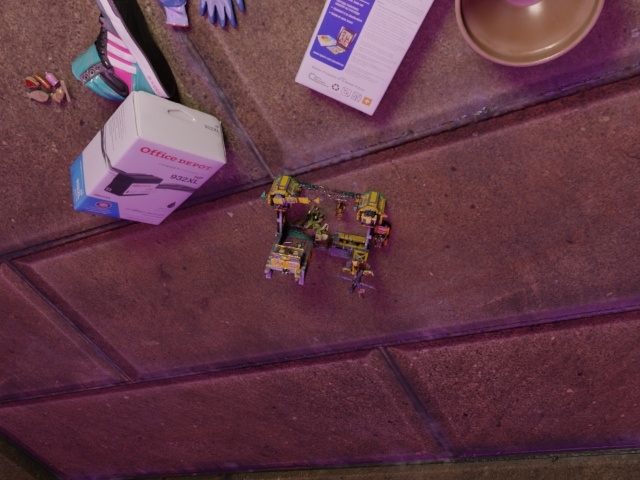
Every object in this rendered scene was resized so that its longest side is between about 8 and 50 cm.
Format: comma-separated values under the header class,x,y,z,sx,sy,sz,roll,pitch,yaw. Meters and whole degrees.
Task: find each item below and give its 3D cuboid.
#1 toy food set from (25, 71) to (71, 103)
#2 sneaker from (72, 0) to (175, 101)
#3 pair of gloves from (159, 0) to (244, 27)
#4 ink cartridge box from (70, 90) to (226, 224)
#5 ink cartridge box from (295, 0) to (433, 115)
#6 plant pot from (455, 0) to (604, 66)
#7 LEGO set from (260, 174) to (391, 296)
class,x,y,z,sx,sy,sz,roll,pitch,yaw
toy food set,-0.636,-0.358,1.447,0.122,0.019,0.077,12,135,15
sneaker,-0.443,-0.407,1.283,0.179,0.123,0.295,-12,130,13
pair of gloves,-0.249,-0.492,1.213,0.199,0.023,0.159,5,132,9
ink cartridge box,-0.395,-0.174,1.418,0.223,0.128,0.308,13,145,-42
ink cartridge box,0.095,-0.419,1.160,0.176,0.069,0.370,23,137,-6
plant pot,0.350,-0.427,1.052,0.238,0.109,0.237,8,135,8
LEGO set,0.000,0.000,1.493,0.332,0.192,0.254,16,135,0
